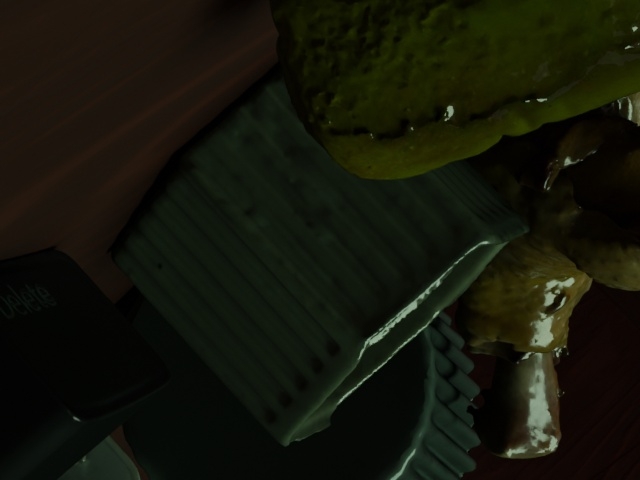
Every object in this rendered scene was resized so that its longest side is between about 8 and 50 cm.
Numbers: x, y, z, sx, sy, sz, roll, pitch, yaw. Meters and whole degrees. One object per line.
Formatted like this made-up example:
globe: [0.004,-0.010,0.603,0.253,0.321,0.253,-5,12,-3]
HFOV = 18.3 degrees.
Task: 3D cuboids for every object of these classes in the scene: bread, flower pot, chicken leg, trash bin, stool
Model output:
bread: [0.154,-0.151,1.063,0.383,0.166,0.112,-22,-153,12]
flower pot: [0.000,0.000,1.383,0.239,0.189,0.209,-40,171,-14]
chicken leg: [0.176,-0.004,1.480,0.182,0.295,0.409,-14,118,-35]
trash bin: [-0.226,0.125,1.191,0.225,0.115,0.165,-43,174,15]
stool: [-0.018,0.128,1.654,0.297,0.297,0.330,-44,167,-2]

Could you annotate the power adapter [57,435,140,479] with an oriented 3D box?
power adapter: [-0.214,0.182,1.463,0.130,0.125,0.205,-37,170,-41]
